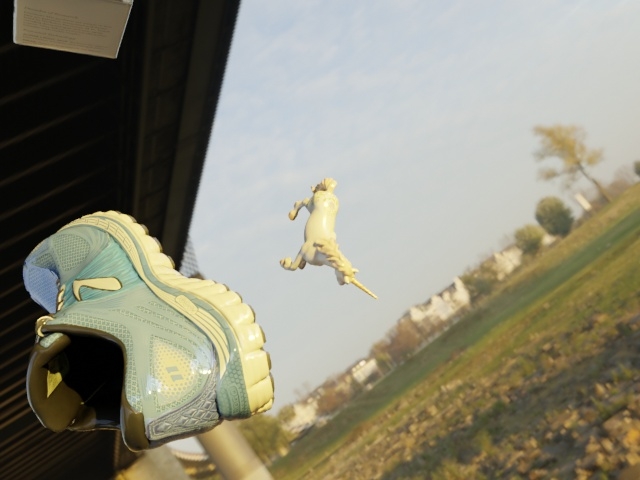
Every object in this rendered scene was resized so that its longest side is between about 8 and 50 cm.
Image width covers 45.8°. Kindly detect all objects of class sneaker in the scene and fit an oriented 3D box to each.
[{"bbox_3d":[-0.186,0.068,0.626,0.147,0.330,0.129,-22,-63,-34],"label":"sneaker"}]

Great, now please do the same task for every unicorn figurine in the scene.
[{"bbox_3d":[0.000,0.000,0.881,0.060,0.162,0.111,2,-15,-33],"label":"unicorn figurine"}]

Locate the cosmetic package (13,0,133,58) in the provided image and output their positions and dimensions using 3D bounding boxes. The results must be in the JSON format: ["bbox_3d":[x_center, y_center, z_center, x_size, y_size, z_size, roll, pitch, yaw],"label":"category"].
[{"bbox_3d":[-0.350,-0.372,1.075,0.151,0.151,0.184,4,-13,-21],"label":"cosmetic package"}]
